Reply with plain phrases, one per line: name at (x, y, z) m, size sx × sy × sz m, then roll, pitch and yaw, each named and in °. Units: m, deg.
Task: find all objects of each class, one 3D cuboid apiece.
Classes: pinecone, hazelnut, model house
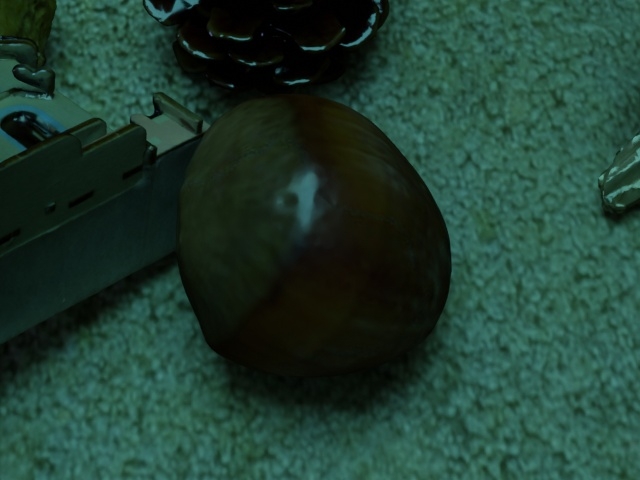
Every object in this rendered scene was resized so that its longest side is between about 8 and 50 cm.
pinecone at (-0.042, -0.217, 1.525) m, size 0.207 × 0.208 × 0.208 m, roll -1°, pitch 54°, yaw 1°
hazelnut at (0.000, 0.000, 1.375) m, size 0.214 × 0.176 × 0.214 m, roll 13°, pitch 59°, yaw -23°
model house at (-0.272, -0.050, 1.387) m, size 0.244 × 0.169 × 0.326 m, roll 34°, pitch 46°, yaw 31°

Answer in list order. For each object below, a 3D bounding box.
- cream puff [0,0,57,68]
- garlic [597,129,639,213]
cream puff at (-0.297, -0.176, 1.538) m, size 0.189 × 0.129 × 0.189 m, roll -1°, pitch 57°, yaw 2°
garlic at (0.310, -0.103, 1.452) m, size 0.253 × 0.245 × 0.245 m, roll -42°, pitch 54°, yaw 20°
